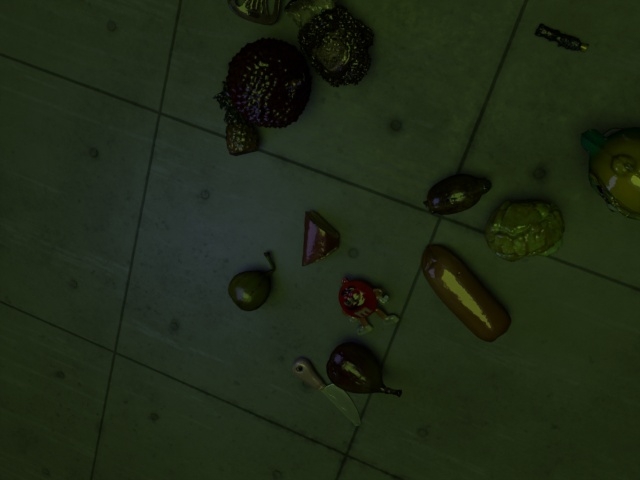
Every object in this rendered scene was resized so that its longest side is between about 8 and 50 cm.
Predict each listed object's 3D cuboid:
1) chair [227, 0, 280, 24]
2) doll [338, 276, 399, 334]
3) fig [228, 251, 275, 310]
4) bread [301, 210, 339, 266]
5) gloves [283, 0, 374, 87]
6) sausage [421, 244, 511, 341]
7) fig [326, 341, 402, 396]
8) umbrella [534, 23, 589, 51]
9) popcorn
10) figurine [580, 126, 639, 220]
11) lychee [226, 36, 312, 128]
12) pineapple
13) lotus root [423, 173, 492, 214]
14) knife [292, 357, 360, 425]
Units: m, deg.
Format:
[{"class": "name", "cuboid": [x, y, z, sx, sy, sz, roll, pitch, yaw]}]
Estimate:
[{"class": "chair", "cuboid": [-0.189, -0.794, 1.735, 0.176, 0.183, 0.326, 19, 111, 10]}, {"class": "doll", "cuboid": [0.144, 0.211, 2.028, 0.183, 0.085, 0.217, -24, 109, 23]}, {"class": "fig", "cuboid": [-0.230, 0.156, 2.109, 0.148, 0.186, 0.142, 55, 158, 4]}, {"class": "bread", "cuboid": [0.000, 0.000, 2.006, 0.119, 0.067, 0.192, 7, 110, 14]}, {"class": "gloves", "cuboid": [0.035, -0.592, 1.760, 0.210, 0.135, 0.312, -21, 101, 22]}, {"class": "sausage", "cuboid": [0.442, 0.162, 1.908, 0.354, 0.116, 0.134, 46, 124, 2]}, {"class": "fig", "cuboid": [0.154, 0.456, 2.063, 0.274, 0.146, 0.170, 26, 115, 23]}, {"class": "umbrella", "cuboid": [0.652, -0.545, 1.646, 0.144, 0.037, 0.040, 26, 100, 10]}, {"class": "popcorn", "cuboid": [0.587, -0.032, 1.755, 0.221, 0.204, 0.183, -11, 105, 35]}, {"class": "figurine", "cuboid": [0.813, -0.181, 1.556, 0.324, 0.340, 0.231, 33, 114, 2]}, {"class": "lychee", "cuboid": [-0.147, -0.458, 1.781, 0.300, 0.264, 0.264, 15, 116, 49]}, {"class": "pineapple", "cuboid": [-0.270, -0.392, 1.940, 0.119, 0.111, 0.237, -12, 96, -13]}, {"class": "lotus root", "cuboid": [0.406, -0.140, 1.811, 0.210, 0.120, 0.120, -21, 101, 24]}, {"class": "knife", "cuboid": [0.036, 0.544, 2.204, 0.336, 0.043, 0.081, 42, 108, -7]}]
